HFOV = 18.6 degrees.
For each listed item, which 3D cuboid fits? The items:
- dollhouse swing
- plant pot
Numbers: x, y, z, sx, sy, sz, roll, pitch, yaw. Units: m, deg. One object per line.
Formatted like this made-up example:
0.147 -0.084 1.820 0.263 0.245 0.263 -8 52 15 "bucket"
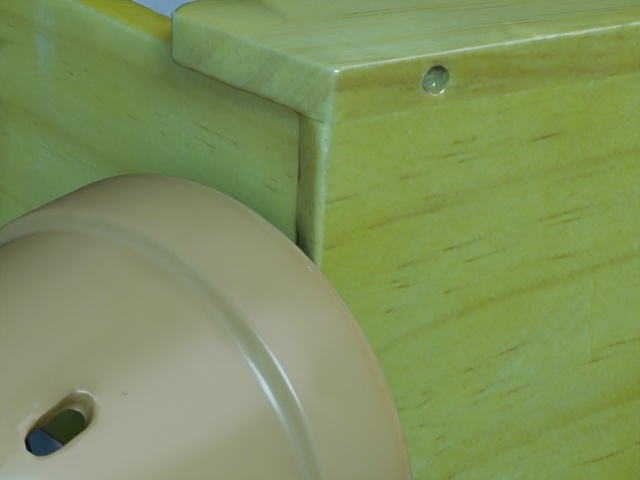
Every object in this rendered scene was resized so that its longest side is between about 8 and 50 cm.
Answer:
0.000 0.000 1.138 0.315 0.347 0.305 -11 29 -26 "dollhouse swing"
-0.127 0.132 0.967 0.291 0.291 0.203 49 40 15 "plant pot"
